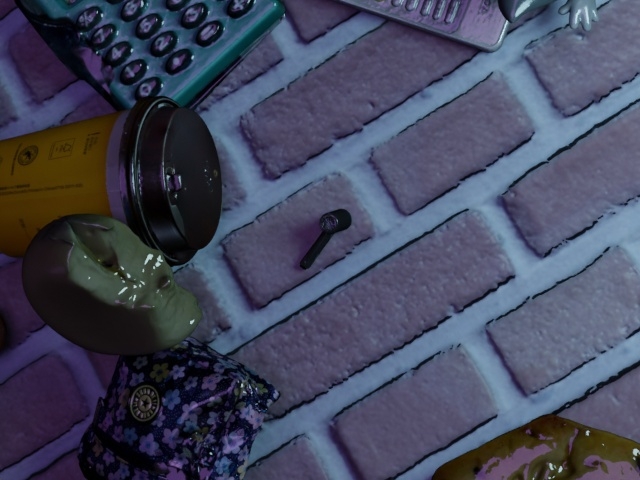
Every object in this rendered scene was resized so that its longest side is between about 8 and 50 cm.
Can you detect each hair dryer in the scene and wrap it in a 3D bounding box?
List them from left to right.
[{"bbox_3d":[0.000,0.000,1.668,0.026,0.047,0.083,42,110,12],"label":"hair dryer"}]

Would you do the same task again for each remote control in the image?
[{"bbox_3d":[0.105,-0.299,1.668,0.250,0.034,0.103,22,91,14],"label":"remote control"}]

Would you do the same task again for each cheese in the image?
[{"bbox_3d":[-0.239,0.047,1.566,0.175,0.202,0.091,-1,54,26],"label":"cheese"}]

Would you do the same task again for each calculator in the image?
[{"bbox_3d":[-0.207,-0.286,1.726,0.248,0.058,0.274,-41,79,8],"label":"calculator"}]

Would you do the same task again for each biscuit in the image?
[{"bbox_3d":[0.262,0.367,1.577,0.359,0.046,0.359,-1,84,12],"label":"biscuit"}]

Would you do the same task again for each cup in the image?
[{"bbox_3d":[-0.261,-0.058,1.664,0.280,0.196,0.196,-6,84,21],"label":"cup"}]

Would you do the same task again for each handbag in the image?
[{"bbox_3d":[-0.173,0.212,1.641,0.229,0.127,0.207,23,92,33],"label":"handbag"}]

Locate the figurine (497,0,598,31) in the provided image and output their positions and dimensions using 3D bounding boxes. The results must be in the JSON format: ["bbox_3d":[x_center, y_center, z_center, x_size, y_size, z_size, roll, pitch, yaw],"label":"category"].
[{"bbox_3d":[0.280,-0.330,1.573,0.265,0.140,0.193,-16,78,7],"label":"figurine"}]

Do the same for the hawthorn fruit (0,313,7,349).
[{"bbox_3d":[-0.411,0.092,1.741,0.067,0.067,0.103,-9,82,12],"label":"hawthorn fruit"}]
